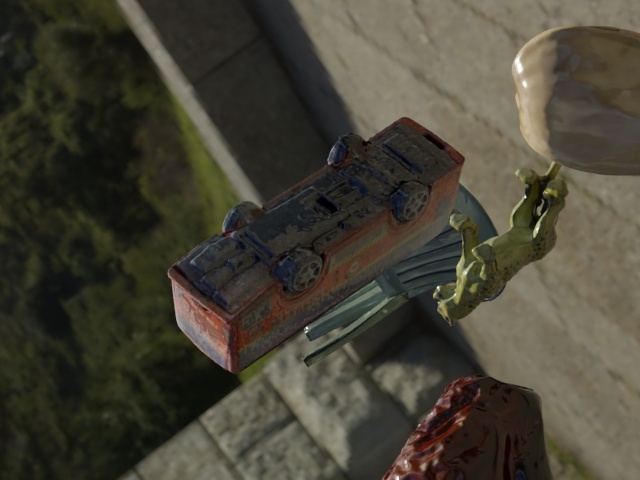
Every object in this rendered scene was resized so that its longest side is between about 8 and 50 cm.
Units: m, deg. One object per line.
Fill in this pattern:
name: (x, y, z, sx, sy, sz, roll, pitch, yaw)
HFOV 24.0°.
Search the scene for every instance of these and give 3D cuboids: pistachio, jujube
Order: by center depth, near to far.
jujube: (0.127, 0.227, 1.271, 0.168, 0.236, 0.168, 14, 163, 4)
pistachio: (0.297, -0.138, 1.468, 0.229, 0.157, 0.157, 12, 168, 3)

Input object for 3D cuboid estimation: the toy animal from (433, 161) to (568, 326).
toy animal: (0.200, 0.001, 1.584, 0.073, 0.181, 0.136, 37, 153, 29)

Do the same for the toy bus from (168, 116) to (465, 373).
toy bus: (0.000, 0.000, 0.885, 0.065, 0.192, 0.077, 39, 145, 28)

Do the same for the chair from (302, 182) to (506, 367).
chair: (0.071, 0.019, 1.799, 0.203, 0.274, 0.190, 60, -174, -20)
